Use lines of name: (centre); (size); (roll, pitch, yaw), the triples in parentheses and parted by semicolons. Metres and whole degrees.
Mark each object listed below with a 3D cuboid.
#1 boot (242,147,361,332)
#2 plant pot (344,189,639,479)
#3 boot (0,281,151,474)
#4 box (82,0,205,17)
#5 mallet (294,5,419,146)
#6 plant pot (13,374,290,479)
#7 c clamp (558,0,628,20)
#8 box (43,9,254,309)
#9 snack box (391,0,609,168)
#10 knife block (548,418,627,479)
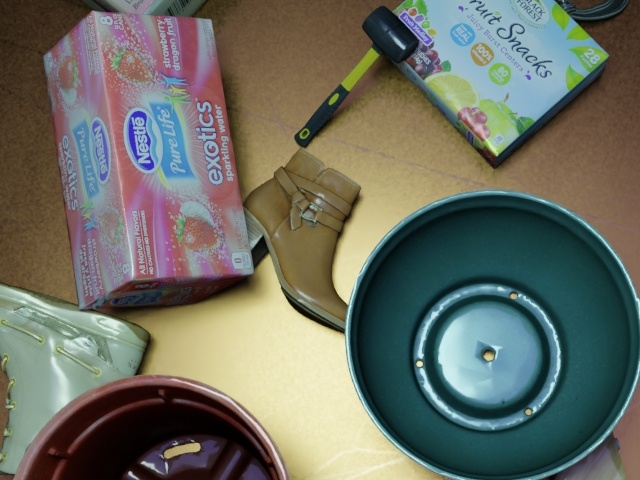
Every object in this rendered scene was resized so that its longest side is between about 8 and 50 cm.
boot: (0.000, 0.000, 1.543); (0.197, 0.073, 0.152); (39, 80, 8)
plant pot: (0.177, 0.112, 1.442); (0.293, 0.196, 0.293); (-1, 78, 4)
boot: (-0.340, 0.158, 1.528); (0.262, 0.095, 0.203); (16, 82, 3)
box: (-0.240, -0.351, 1.600); (0.232, 0.127, 0.148); (38, 84, 10)
mallet: (0.040, -0.173, 1.555); (0.062, 0.039, 0.190); (39, 114, 12)
plant pot: (-0.148, 0.286, 1.398); (0.272, 0.265, 0.272); (-1, 78, 4)
c clamp: (0.281, -0.319, 1.602); (0.137, 0.022, 0.161); (-27, 78, -16)
box: (-0.193, -0.086, 1.507); (0.154, 0.142, 0.300); (-1, 75, -34)
snack box: (0.193, -0.217, 1.569); (0.174, 0.070, 0.207); (-41, 79, -3)
knife block: (0.224, 0.348, 1.446); (0.242, 0.088, 0.276); (-15, 79, 1)
